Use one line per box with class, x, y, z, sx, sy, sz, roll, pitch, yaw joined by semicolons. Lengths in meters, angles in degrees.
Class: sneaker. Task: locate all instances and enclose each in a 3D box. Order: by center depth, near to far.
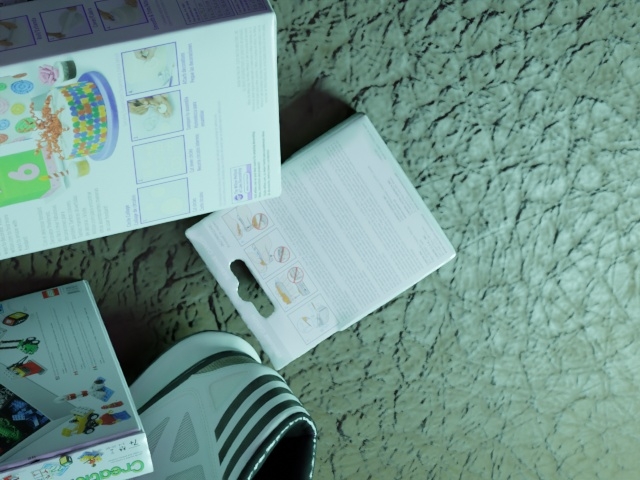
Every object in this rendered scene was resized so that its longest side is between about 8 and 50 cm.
sneaker;-0.186;0.294;1.570;0.447;0.257;0.169;-46;122;-7

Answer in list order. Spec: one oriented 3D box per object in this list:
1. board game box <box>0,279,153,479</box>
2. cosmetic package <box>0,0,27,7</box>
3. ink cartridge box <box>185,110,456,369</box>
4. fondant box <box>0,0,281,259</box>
board game box;-0.286;0.147;1.534;0.193;0.305;0.053;-15;119;-11
cosmetic package;-0.303;-0.284;1.481;0.099;0.060;0.239;17;106;-23
ink cartridge box;0.000;0.000;1.674;0.225;0.056;0.181;-33;96;1
fondant box;-0.208;-0.118;1.521;0.330;0.096;0.238;-14;138;-13
